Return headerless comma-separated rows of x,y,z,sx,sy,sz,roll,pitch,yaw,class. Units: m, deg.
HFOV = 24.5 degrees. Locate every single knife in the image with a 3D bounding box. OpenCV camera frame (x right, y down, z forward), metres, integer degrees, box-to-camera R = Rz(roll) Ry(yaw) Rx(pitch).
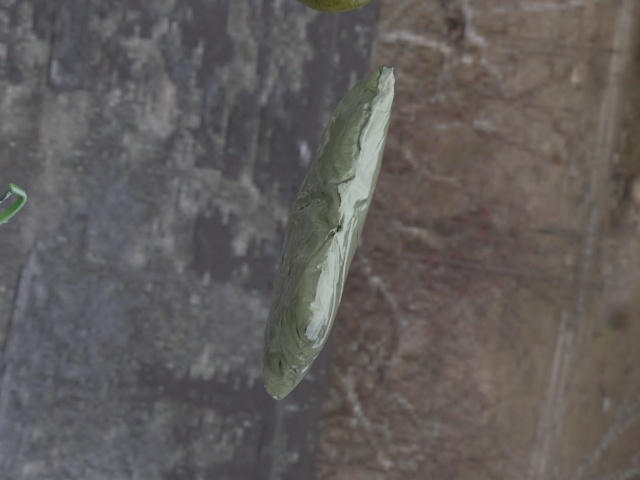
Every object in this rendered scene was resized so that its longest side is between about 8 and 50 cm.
-0.408,0.007,1.644,0.212,0.015,0.054,-37,160,11,knife

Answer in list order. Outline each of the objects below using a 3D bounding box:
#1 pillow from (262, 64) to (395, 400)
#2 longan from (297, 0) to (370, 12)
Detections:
0.000,-0.001,1.471,0.274,0.076,0.281,109,-2,-69,pillow
0.018,-0.343,1.728,0.145,0.155,0.176,-49,171,37,longan
